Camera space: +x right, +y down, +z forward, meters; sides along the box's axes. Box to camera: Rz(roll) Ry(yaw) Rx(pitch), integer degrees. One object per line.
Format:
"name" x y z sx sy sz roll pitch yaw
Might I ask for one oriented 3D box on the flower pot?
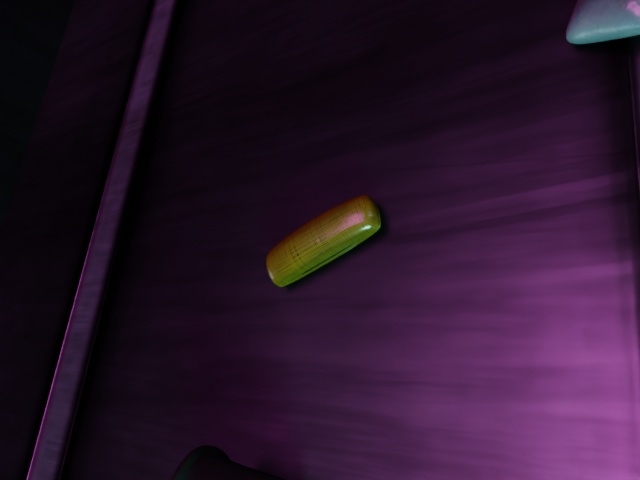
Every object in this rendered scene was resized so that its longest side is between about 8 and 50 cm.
"flower pot" -0.106 0.411 0.908 0.148 0.235 0.235 -4 65 19

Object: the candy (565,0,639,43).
"candy" 0.424 -0.360 0.900 0.138 0.071 0.174 11 76 57

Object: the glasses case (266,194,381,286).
"glasses case" 0.000 0.000 1.109 0.234 0.064 0.079 -31 58 26
